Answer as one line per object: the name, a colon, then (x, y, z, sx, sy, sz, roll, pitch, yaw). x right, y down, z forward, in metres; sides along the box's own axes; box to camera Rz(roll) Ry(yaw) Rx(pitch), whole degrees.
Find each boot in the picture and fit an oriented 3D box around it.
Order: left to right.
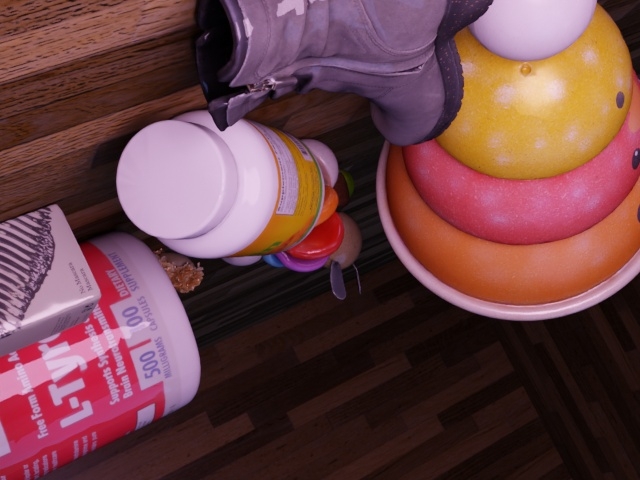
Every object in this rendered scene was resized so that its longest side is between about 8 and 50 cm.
boot: (0.004, -0.147, 0.813, 0.222, 0.118, 0.338, -23, 161, -8)

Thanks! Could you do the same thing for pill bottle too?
pill bottle: (-0.359, 0.160, 1.096, 0.407, 0.229, 0.229, -24, 172, -27)
pill bottle: (-0.092, -0.051, 0.942, 0.136, 0.136, 0.245, -29, 172, 15)

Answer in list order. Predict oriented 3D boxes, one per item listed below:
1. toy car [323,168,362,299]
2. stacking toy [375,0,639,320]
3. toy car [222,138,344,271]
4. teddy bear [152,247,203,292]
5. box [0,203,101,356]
toy car: (0.000, 0.000, 1.422, 0.149, 0.188, 0.155, -30, 172, 23)
stacking toy: (0.207, -0.139, 1.005, 0.350, 0.351, 0.480, -27, 157, 0)
toy car: (-0.036, -0.025, 1.221, 0.159, 0.136, 0.182, -45, -178, -28)
teddy bear: (-0.319, 0.115, 1.403, 0.338, 0.113, 0.245, -27, 170, 1)
box: (-0.360, 0.069, 0.937, 0.275, 0.113, 0.094, -24, 172, -30)
